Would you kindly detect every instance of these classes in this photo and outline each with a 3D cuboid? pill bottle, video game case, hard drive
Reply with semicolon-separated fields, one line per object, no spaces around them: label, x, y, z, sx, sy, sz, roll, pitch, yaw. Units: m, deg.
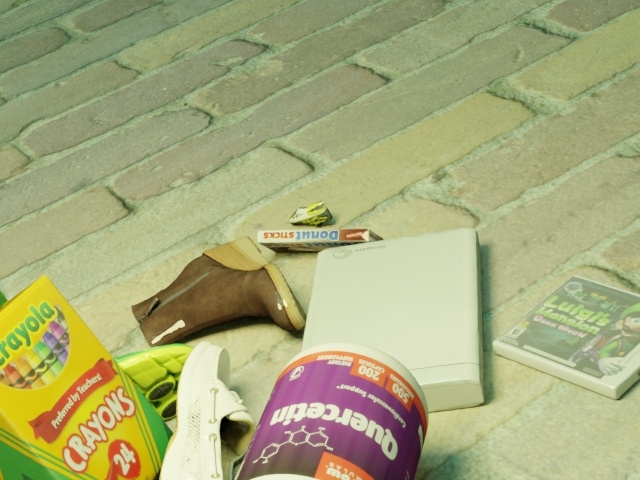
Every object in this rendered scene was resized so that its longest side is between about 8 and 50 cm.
pill bottle;0.001;0.264;1.419;0.181;0.181;0.323;-4;31;19
video game case;0.340;0.115;1.679;0.173;0.022;0.190;-34;35;-31
hard drive;0.096;0.105;1.784;0.233;0.047;0.353;-9;30;11

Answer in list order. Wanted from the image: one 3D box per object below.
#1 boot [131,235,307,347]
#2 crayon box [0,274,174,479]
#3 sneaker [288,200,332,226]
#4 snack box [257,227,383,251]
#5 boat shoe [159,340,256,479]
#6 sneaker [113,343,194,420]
boot;-0.144;0.103;1.893;0.207;0.090;0.248;-34;34;-7
crayon box;-0.320;0.181;1.551;0.081;0.318;0.202;-32;11;31
sneaker;-0.016;-0.034;2.094;0.083;0.035;0.031;-15;33;48
snack box;0.000;0.000;1.996;0.178;0.064;0.022;-1;75;24
boat shoe;-0.123;0.229;1.632;0.096;0.098;0.277;-8;39;11
sneaker;-0.290;0.188;1.759;0.295;0.109;0.123;-17;33;-3
